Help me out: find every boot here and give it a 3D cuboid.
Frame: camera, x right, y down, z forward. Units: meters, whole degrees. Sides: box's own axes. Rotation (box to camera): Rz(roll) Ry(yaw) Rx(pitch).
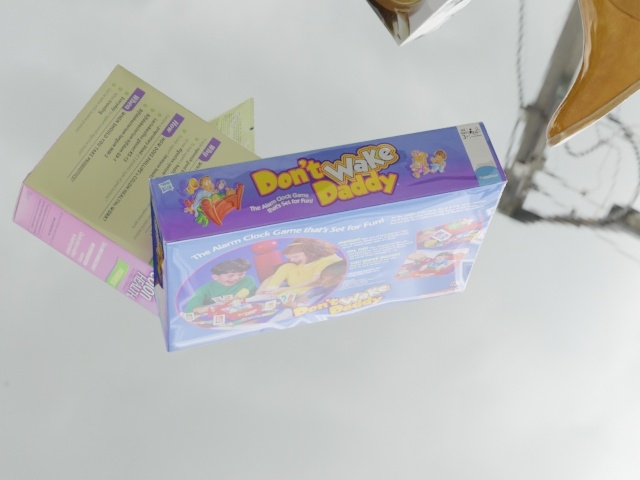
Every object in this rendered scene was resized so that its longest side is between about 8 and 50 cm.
[{"bbox_3d":[0.285,-0.259,1.275,0.295,0.104,0.211,-42,-90,1],"label":"boot"}]

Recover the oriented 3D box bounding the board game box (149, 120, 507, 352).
[{"bbox_3d":[0.000,0.000,1.310,0.347,0.233,0.078,-10,-120,-13],"label":"board game box"}]

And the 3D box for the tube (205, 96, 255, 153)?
[{"bbox_3d":[-0.173,-0.144,1.893,0.062,0.240,0.070,-47,-69,-37],"label":"tube"}]

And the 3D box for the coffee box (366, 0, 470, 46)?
[{"bbox_3d":[0.097,-0.434,1.655,0.119,0.168,0.297,-31,-95,-48],"label":"coffee box"}]

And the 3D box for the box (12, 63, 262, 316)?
[{"bbox_3d":[-0.220,-0.057,1.560,0.243,0.117,0.213,33,-121,-3],"label":"box"}]
